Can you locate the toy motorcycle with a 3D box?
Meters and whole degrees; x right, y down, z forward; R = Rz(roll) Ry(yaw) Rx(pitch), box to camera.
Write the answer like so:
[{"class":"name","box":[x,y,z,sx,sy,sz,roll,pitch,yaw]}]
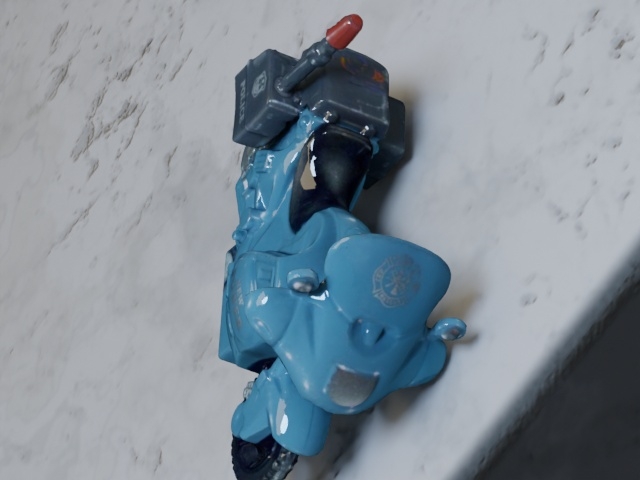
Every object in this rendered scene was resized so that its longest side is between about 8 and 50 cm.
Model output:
[{"class":"toy motorcycle","box":[0.000,0.000,1.023,0.182,0.123,0.272,-39,40,47]}]
